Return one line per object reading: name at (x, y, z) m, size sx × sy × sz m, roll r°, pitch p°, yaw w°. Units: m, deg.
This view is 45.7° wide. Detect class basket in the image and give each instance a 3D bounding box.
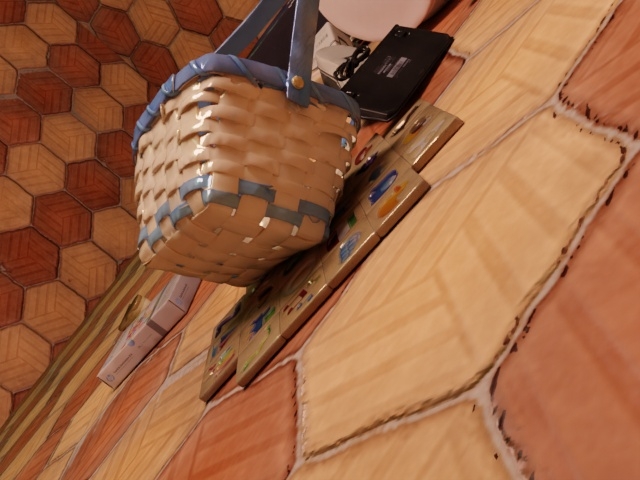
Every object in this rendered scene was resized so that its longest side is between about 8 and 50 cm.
basket at (-0.082, -0.110, 0.784) m, size 0.255 × 0.201 × 0.288 m, roll -31°, pitch 54°, yaw 54°

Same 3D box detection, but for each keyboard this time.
keyboard at (0.074, -0.198, 0.889) m, size 0.180 × 0.108 × 0.023 m, roll -54°, pitch -30°, yaw -37°

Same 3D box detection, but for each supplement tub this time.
supplement tub at (0.125, -0.468, 1.161) m, size 0.228 × 0.228 × 0.316 m, roll -35°, pitch 20°, yaw 49°

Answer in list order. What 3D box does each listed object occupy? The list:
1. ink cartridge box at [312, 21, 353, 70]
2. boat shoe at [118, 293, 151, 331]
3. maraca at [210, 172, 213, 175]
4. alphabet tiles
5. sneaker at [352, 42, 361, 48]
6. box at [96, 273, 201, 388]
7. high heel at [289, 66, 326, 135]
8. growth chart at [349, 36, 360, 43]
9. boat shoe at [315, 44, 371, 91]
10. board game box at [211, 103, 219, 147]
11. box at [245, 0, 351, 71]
ink cartridge box at (0.011, -0.323, 1.421) m, size 0.109 × 0.063 × 0.150 m, roll -44°, pitch 32°, yaw 25°
boat shoe at (-0.347, 0.145, 1.447) m, size 0.153 × 0.048 × 0.056 m, roll -43°, pitch 25°, yaw 55°
maraca at (-0.241, -0.107, 1.681) m, size 0.127 × 0.099 × 0.185 m, roll -50°, pitch 39°, yaw 9°
alphabet tiles at (0.000, 0.000, 0.747) m, size 0.342 × 0.011 × 0.285 m, roll -48°, pitch 12°, yaw 9°
sneaker at (0.029, -0.349, 1.540) m, size 0.170 × 0.051 × 0.089 m, roll -29°, pitch 21°, yaw 39°
box at (-0.268, 0.132, 1.213) m, size 0.186 × 0.038 × 0.145 m, roll -47°, pitch 13°, yaw 19°
high heel at (-0.043, -0.194, 1.239) m, size 0.261 × 0.093 × 0.186 m, roll -59°, pitch 19°, yaw 0°
growth chart at (0.108, -0.470, 1.633) m, size 0.237 × 0.021 × 0.172 m, roll -50°, pitch 0°, yaw -4°
boat shoe at (0.055, -0.195, 0.979) m, size 0.078 × 0.070 × 0.219 m, roll -15°, pitch 30°, yaw -11°
board game box at (-0.160, -0.196, 1.503) m, size 0.039 × 0.160 × 0.211 m, roll -55°, pitch 14°, yaw -26°
box at (-0.035, -0.493, 1.862) m, size 0.294 × 0.183 × 0.296 m, roll -50°, pitch 12°, yaw 18°
